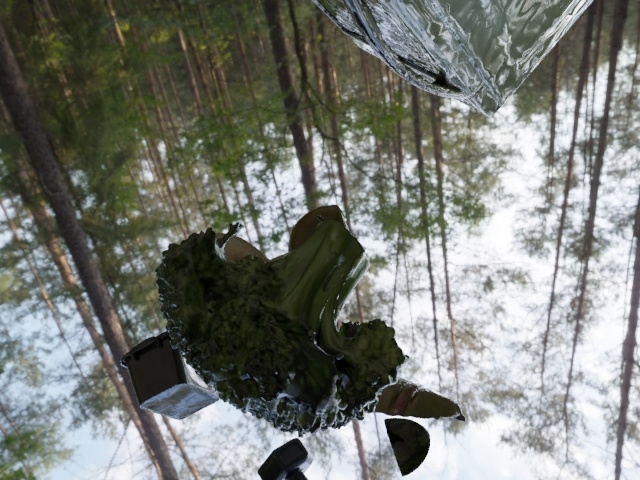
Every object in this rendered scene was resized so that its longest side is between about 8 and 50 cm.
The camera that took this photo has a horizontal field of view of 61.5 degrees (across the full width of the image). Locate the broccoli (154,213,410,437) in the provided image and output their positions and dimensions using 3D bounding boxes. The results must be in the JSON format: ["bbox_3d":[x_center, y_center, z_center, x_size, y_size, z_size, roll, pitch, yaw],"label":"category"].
[{"bbox_3d":[-0.056,0.132,0.795,0.317,0.277,0.339,-23,-123,6],"label":"broccoli"}]

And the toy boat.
[{"bbox_3d":[0.106,0.313,1.123,0.275,0.111,0.293,10,174,-42],"label":"toy boat"}]

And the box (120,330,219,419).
[{"bbox_3d":[-0.351,0.334,1.304,0.163,0.243,0.135,-28,-121,2],"label":"box"}]

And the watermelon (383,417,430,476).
[{"bbox_3d":[0.206,0.525,1.362,0.125,0.094,0.136,20,-120,-12],"label":"watermelon"}]

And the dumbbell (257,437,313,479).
[{"bbox_3d":[-0.022,0.676,1.380,0.316,0.156,0.143,47,-163,31],"label":"dumbbell"}]

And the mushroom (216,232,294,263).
[{"bbox_3d":[-0.140,0.114,1.141,0.335,0.315,0.314,-15,-151,-28],"label":"mushroom"}]

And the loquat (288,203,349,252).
[{"bbox_3d":[0.000,0.000,1.338,0.152,0.152,0.195,11,-110,32],"label":"loquat"}]

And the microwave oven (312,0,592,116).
[{"bbox_3d":[0.098,-0.336,0.466,0.247,0.333,0.394,47,-164,30],"label":"microwave oven"}]
